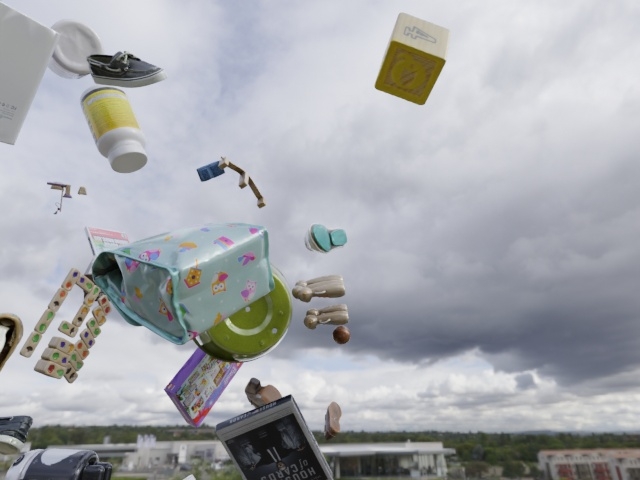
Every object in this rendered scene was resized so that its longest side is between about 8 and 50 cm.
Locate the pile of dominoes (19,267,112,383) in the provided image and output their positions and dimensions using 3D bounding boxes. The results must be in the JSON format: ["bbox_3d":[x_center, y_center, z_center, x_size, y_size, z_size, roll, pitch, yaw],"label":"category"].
[{"bbox_3d":[-0.629,0.227,1.095,0.040,0.251,0.196,5,-33,17],"label":"pile of dominoes"}]

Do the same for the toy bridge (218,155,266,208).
[{"bbox_3d":[-0.223,-0.176,1.229,0.026,0.063,0.188,-28,-53,19],"label":"toy bridge"}]

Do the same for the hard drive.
[{"bbox_3d":[-0.799,-0.409,1.028,0.040,0.319,0.210,32,8,23],"label":"hard drive"}]

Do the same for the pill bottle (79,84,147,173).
[{"bbox_3d":[-0.825,-0.447,1.713,0.187,0.334,0.188,-26,-15,-8],"label":"pill bottle"}]

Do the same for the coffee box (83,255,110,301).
[{"bbox_3d":[-0.771,0.135,1.551,0.141,0.099,0.246,3,12,-20],"label":"coffee box"}]

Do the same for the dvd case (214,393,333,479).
[{"bbox_3d":[-0.096,0.466,0.925,0.179,0.239,0.030,-23,15,2],"label":"dvd case"}]

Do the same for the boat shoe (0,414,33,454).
[{"bbox_3d":[-1.050,0.598,1.333,0.339,0.113,0.127,-13,-52,20],"label":"boat shoe"}]

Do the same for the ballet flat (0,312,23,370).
[{"bbox_3d":[-0.534,0.212,0.636,0.080,0.233,0.073,32,-36,-29],"label":"ballet flat"}]

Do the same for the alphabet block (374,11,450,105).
[{"bbox_3d":[0.312,-0.617,1.447,0.193,0.197,0.192,18,-34,0],"label":"alphabet block"}]

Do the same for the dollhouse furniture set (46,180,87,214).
[{"bbox_3d":[-0.681,-0.111,1.134,0.090,0.081,0.114,6,7,-33],"label":"dollhouse furniture set"}]

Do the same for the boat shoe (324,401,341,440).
[{"bbox_3d":[0.048,0.811,1.915,0.073,0.207,0.073,37,-76,-2],"label":"boat shoe"}]

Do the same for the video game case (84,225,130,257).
[{"bbox_3d":[-0.997,0.049,2.038,0.025,0.285,0.204,-47,-32,19],"label":"video game case"}]

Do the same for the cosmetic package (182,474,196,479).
[{"bbox_3d":[-0.318,0.650,0.908,0.151,0.184,0.151,-42,-17,6],"label":"cosmetic package"}]

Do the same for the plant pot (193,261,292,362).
[{"bbox_3d":[-0.232,0.200,1.268,0.365,0.367,0.353,5,-9,-13],"label":"plant pot"}]

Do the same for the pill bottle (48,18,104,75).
[{"bbox_3d":[-0.828,-0.623,1.406,0.162,0.162,0.278,23,-3,-40],"label":"pill bottle"}]

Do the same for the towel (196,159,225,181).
[{"bbox_3d":[-0.489,-0.310,1.896,0.119,0.067,0.029,-27,25,-20],"label":"towel"}]

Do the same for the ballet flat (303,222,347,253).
[{"bbox_3d":[0.000,0.000,1.956,0.139,0.139,0.400,-14,-5,23],"label":"ballet flat"}]

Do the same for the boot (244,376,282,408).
[{"bbox_3d":[-0.127,0.366,0.972,0.042,0.118,0.087,-31,-39,-39],"label":"boot"}]

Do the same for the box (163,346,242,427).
[{"bbox_3d":[-0.394,0.466,1.485,0.057,0.293,0.201,8,-49,28],"label":"box"}]

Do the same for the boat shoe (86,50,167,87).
[{"bbox_3d":[-0.471,-0.413,1.018,0.219,0.078,0.070,8,-49,18],"label":"boat shoe"}]

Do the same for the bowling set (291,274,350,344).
[{"bbox_3d":[0.002,0.207,1.214,0.153,0.200,0.287,-7,-3,3],"label":"bowling set"}]

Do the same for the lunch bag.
[{"bbox_3d":[-0.253,0.054,0.776,0.262,0.160,0.223,9,24,34],"label":"lunch bag"}]

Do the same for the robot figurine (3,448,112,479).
[{"bbox_3d":[-0.771,0.705,1.248,0.277,0.174,0.209,3,-59,-2],"label":"robot figurine"}]
